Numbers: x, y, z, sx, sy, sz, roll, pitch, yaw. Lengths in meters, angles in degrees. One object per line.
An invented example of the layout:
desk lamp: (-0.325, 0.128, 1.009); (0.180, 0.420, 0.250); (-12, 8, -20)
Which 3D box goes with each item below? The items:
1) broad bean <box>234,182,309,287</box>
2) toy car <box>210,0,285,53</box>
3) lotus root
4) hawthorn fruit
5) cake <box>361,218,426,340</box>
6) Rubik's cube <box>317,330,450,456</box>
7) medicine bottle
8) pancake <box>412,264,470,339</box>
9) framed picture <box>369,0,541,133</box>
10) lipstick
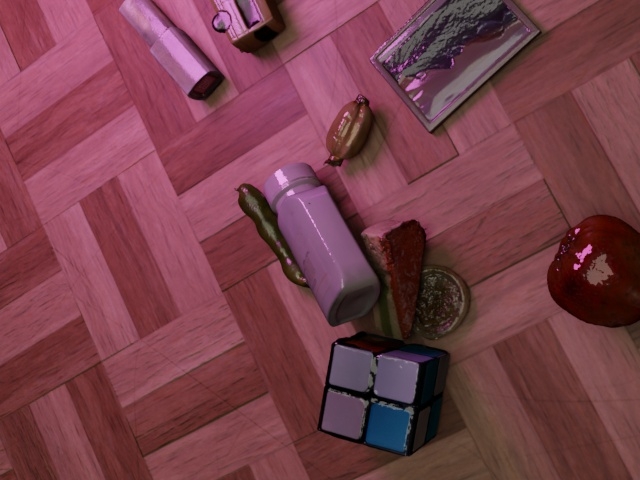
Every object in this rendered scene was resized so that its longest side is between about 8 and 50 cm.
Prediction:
broad bean: (-0.088, -0.006, 1.757); (0.052, 0.053, 0.256); (-31, 78, -10)
toy car: (-0.171, -0.501, 1.761); (0.124, 0.101, 0.257); (-27, 82, 15)
lotus root: (0.053, -0.202, 1.692); (0.073, 0.062, 0.150); (26, 102, -3)
hawthorn fruit: (0.480, 0.059, 1.467); (0.200, 0.179, 0.179); (25, 100, 3)
cake: (0.146, 0.058, 1.652); (0.086, 0.116, 0.220); (14, 127, 47)
Rubik's cube: (0.115, 0.267, 1.605); (0.180, 0.183, 0.167); (11, 96, 20)
medicine bottle: (0.000, 0.000, 1.651); (0.111, 0.161, 0.296); (-19, 60, -21)
pancake: (0.205, 0.111, 1.652); (0.139, 0.022, 0.139); (0, 89, 23)
framed picture: (0.238, -0.353, 1.640); (0.265, 0.018, 0.192); (-43, 74, 17)
lipstick: (-0.306, -0.399, 1.827); (0.077, 0.079, 0.253); (-44, 76, 16)
